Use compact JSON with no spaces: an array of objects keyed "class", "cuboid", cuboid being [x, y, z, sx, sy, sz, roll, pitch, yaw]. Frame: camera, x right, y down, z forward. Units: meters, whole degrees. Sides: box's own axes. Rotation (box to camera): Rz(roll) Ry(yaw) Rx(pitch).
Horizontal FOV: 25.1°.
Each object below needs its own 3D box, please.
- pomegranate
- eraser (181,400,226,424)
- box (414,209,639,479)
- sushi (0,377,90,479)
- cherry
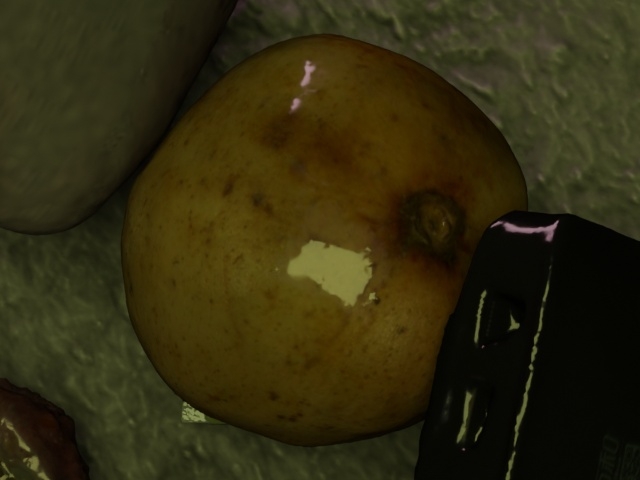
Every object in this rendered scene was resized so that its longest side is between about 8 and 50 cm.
[{"class":"pomegranate","cuboid":[0.000,0.000,0.893,0.260,0.260,0.260,-1,85,6]},{"class":"eraser","cuboid":[-0.051,0.116,0.985,0.083,0.038,0.019,-1,90,7]},{"class":"box","cuboid":[0.154,0.142,0.852,0.073,0.289,0.290,10,86,38]},{"class":"sushi","cuboid":[-0.203,0.182,0.958,0.241,0.107,0.161,19,89,13]},{"class":"cherry","cuboid":[-0.190,-0.193,0.881,0.291,0.326,0.335,21,81,29]}]
